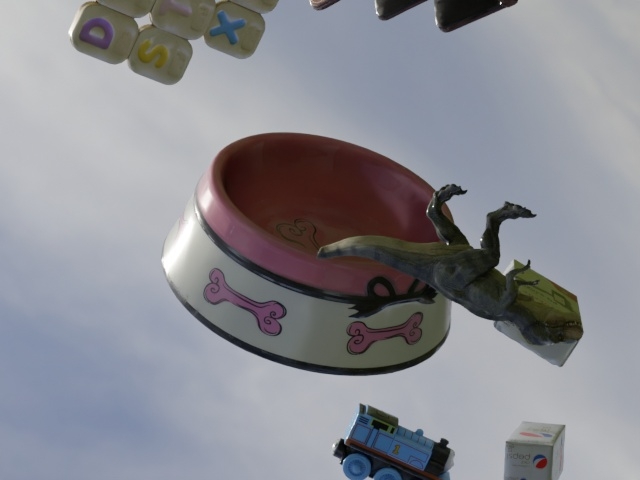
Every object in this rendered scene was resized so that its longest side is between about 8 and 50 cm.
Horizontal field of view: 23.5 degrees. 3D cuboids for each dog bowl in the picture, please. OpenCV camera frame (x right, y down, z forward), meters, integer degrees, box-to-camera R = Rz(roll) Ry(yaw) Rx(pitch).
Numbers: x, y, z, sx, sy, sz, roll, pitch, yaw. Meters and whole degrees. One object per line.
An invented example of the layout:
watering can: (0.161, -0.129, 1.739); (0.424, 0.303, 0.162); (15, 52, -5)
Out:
dog bowl: (0.000, 0.000, 2.071); (0.408, 0.150, 0.408); (13, -150, -8)

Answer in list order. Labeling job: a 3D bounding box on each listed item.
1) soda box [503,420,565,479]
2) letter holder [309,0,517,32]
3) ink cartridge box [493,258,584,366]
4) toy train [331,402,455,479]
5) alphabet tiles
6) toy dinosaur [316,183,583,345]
soda box: (0.309, 0.311, 2.216); (0.069, 0.074, 0.216); (3, -178, 14)
letter holder: (0.109, -0.403, 1.828); (0.152, 0.214, 0.302); (24, -120, -38)
ink cartridge box: (0.293, 0.096, 2.084); (0.109, 0.063, 0.150); (31, -164, -4)
toy train: (0.111, 0.314, 2.234); (0.184, 0.105, 0.080); (24, -170, -1)
alphabet tiles: (-0.155, -0.312, 1.657); (0.278, 0.284, 0.021); (20, -166, -31)
toy dinosaur: (0.137, 0.010, 1.483); (0.268, 0.118, 0.064); (22, 179, 13)
